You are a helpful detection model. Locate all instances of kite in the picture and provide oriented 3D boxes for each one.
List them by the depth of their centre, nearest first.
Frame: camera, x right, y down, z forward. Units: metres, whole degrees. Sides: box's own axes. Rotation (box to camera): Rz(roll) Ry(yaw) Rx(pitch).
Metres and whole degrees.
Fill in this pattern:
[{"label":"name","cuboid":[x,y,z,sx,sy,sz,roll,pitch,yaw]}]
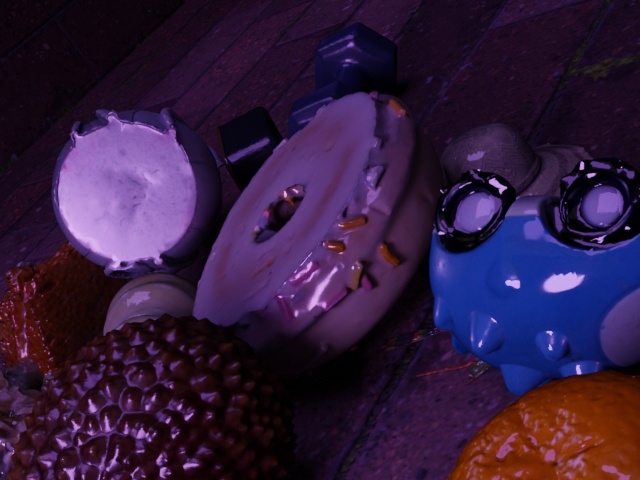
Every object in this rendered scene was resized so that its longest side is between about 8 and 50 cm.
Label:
[{"label":"kite","cuboid":[0.169,0.084,1.067,0.244,0.006,0.198,-16,31,35]}]

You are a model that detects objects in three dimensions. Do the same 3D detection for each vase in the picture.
[{"label":"vase","cuboid":[-0.254,-0.070,1.488,0.250,0.250,0.445,-34,3,0]}]

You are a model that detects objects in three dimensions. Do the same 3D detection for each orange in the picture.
[{"label":"orange","cuboid":[0.181,0.192,0.641,0.219,0.193,0.219,-22,14,6]}]

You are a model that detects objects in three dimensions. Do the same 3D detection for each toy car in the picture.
[{"label":"toy car","cuboid":[0.215,0.046,0.880,0.255,0.188,0.190,-3,68,36]}]

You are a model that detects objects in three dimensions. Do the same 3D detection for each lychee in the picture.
[{"label":"lychee","cuboid":[-0.165,0.205,0.954,0.267,0.267,0.267,-28,26,14]}]

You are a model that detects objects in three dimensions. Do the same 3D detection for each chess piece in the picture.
[{"label":"chess piece","cuboid":[-0.211,0.144,1.217,0.144,0.144,0.251,-32,15,6]}]

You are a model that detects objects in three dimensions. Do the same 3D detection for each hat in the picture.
[{"label":"hat","cuboid":[0.203,-0.081,1.197,0.252,0.110,0.252,-28,24,14]}]

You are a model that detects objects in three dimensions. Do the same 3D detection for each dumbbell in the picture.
[{"label":"dumbbell","cuboid":[0.043,-0.231,1.623,0.144,0.160,0.325,-53,12,35]}]

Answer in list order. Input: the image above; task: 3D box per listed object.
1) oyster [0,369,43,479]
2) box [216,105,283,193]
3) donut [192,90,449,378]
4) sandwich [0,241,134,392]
[{"label":"oyster","cuboid":[-0.383,0.256,1.285,0.351,0.115,0.238,25,57,35]},{"label":"box","cuboid":[-0.093,-0.124,1.600,0.090,0.144,0.201,-29,24,5]},{"label":"donut","cuboid":[0.000,0.000,1.179,0.382,0.142,0.383,-44,24,25]},{"label":"sandwich","cuboid":[-0.371,0.103,1.487,0.109,0.212,0.292,5,30,33]}]
